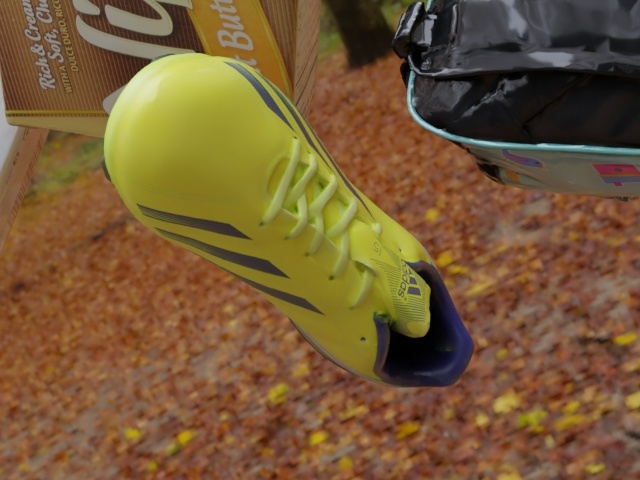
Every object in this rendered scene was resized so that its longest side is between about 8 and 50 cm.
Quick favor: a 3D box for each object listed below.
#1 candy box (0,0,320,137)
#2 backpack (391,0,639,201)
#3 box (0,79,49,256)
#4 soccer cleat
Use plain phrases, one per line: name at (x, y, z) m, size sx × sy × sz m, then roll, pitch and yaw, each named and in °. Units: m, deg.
candy box at (-0.091, -0.202, 0.674) m, size 0.183 × 0.316 × 0.087 m, roll 10°, pitch 39°, yaw 7°
backpack at (0.145, -0.091, 0.457) m, size 0.188 × 0.165 × 0.144 m, roll 7°, pitch -10°, yaw 36°
box at (-0.276, -0.070, 0.894) m, size 0.182 × 0.119 × 0.181 m, roll 153°, pitch 136°, yaw -79°
soccer cleat at (0.001, -0.001, 0.606) m, size 0.121 × 0.289 × 0.093 m, roll 30°, pitch 82°, yaw 34°
